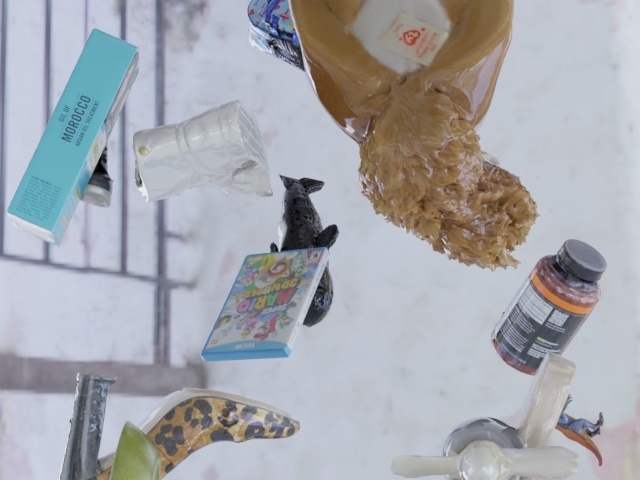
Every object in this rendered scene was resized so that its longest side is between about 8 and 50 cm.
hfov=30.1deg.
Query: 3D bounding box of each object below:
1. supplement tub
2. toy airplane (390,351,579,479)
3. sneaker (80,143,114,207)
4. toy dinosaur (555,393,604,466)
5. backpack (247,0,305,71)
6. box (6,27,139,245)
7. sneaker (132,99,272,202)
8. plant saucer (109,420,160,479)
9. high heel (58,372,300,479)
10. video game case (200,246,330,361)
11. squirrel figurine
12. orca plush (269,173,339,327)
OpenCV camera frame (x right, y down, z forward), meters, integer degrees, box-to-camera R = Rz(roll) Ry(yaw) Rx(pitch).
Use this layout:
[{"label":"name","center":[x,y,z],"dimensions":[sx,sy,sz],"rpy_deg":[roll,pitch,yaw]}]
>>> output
[{"label":"supplement tub","center":[0.334,0.094,1.717],"dimensions":[0.106,0.106,0.198],"rpy_deg":[6,127,-33]},{"label":"toy airplane","center":[0.083,0.318,0.910],"dimensions":[0.272,0.386,0.384],"rpy_deg":[21,138,-14]},{"label":"sneaker","center":[-0.314,-0.112,1.568],"dimensions":[0.083,0.118,0.222],"rpy_deg":[16,180,-23]},{"label":"toy dinosaur","center":[0.265,0.198,1.296],"dimensions":[0.082,0.090,0.047],"rpy_deg":[-1,159,4]},{"label":"backpack","center":[-0.046,-0.381,1.996],"dimensions":[0.173,0.158,0.117],"rpy_deg":[27,159,30]},{"label":"box","center":[-0.291,-0.121,1.419],"dimensions":[0.060,0.244,0.100],"rpy_deg":[23,168,-4]},{"label":"sneaker","center":[-0.159,-0.105,1.565],"dimensions":[0.169,0.108,0.292],"rpy_deg":[-14,168,5]},{"label":"plant saucer","center":[-0.175,0.287,1.081],"dimensions":[0.037,0.241,0.241],"rpy_deg":[8,168,-3]},{"label":"high heel","center":[-0.153,0.251,1.280],"dimensions":[0.261,0.186,0.093],"rpy_deg":[11,171,-21]},{"label":"video game case","center":[-0.065,0.075,1.427],"dimensions":[0.119,0.166,0.015],"rpy_deg":[-6,132,29]},{"label":"squirrel figurine","center":[0.134,-0.138,1.575],"dimensions":[0.281,0.397,0.370],"rpy_deg":[-9,155,4]},{"label":"orca plush","center":[0.000,0.000,1.976],"dimensions":[0.102,0.287,0.151],"rpy_deg":[-24,129,28]}]
